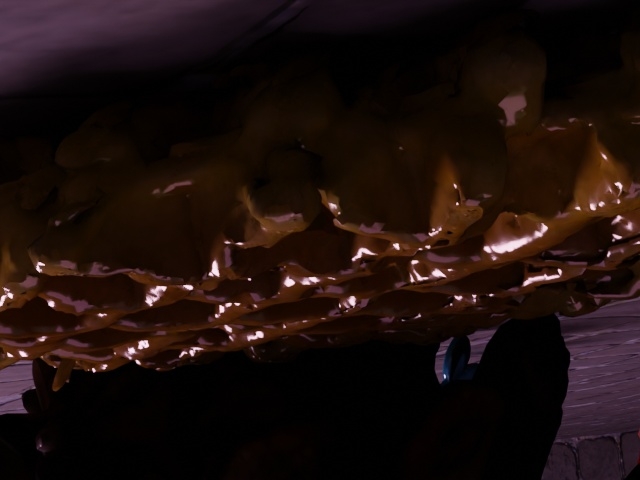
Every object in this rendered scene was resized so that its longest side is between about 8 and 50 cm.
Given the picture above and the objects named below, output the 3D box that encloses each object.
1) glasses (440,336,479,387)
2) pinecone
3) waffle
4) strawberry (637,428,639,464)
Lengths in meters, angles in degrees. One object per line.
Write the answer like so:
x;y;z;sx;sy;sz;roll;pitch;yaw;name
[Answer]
0.003;0.124;1.110;0.206;0.102;0.239;-10;172;12;glasses
-0.006;0.131;0.676;0.295;0.242;0.298;6;177;26;pinecone
0.000;0.000;0.470;0.231;0.051;0.228;-8;172;12;waffle
0.278;0.141;0.982;0.345;0.295;0.317;29;111;-35;strawberry
